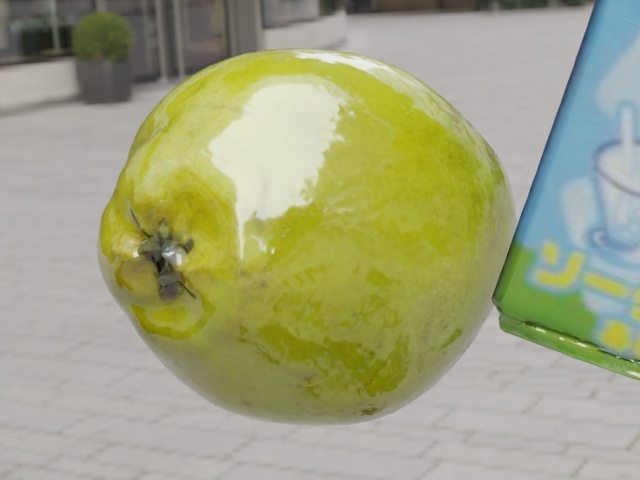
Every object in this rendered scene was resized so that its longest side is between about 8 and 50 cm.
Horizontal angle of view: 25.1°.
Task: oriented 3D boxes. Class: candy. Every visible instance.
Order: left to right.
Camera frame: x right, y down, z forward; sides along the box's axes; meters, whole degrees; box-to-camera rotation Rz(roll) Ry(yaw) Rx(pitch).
[{"bbox_3d":[0.115,-0.064,0.420,0.062,0.194,0.097,23,24,17],"label":"candy"}]

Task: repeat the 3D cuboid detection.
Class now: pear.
[{"bbox_3d":[0.000,0.000,0.804,0.212,0.212,0.269,6,6,39],"label":"pear"}]
